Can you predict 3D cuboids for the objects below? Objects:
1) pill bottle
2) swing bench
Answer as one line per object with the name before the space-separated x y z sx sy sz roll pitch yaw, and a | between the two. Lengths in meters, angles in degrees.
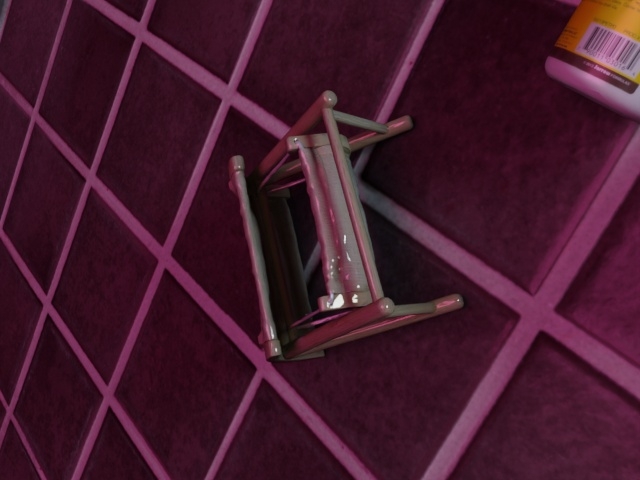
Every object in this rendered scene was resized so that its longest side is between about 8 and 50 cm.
pill bottle | 0.303 -0.220 0.582 0.117 0.117 0.215 43 114 35
swing bench | 0.000 0.000 0.806 0.255 0.165 0.253 -26 70 38
